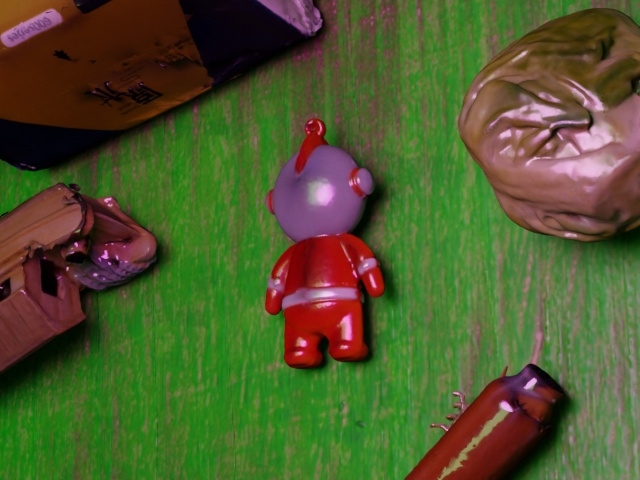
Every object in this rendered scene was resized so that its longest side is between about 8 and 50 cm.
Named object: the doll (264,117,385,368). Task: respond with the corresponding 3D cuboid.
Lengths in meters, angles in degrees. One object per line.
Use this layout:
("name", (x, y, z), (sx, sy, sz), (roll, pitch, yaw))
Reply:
("doll", (0.000, 0.000, 1.851), (0.142, 0.076, 0.245), (-12, 71, 33))

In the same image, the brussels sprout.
("brussels sprout", (0.231, -0.101, 1.662), (0.223, 0.161, 0.223), (-8, 57, 13))

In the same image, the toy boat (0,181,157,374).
("toy boat", (-0.358, 0.084, 2.068), (0.445, 0.136, 0.162), (-30, 54, 32))

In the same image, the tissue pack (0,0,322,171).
("tissue pack", (-0.236, -0.275, 2.005), (0.416, 0.264, 0.253), (-23, 59, 29))

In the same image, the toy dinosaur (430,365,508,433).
("toy dinosaur", (0.133, 0.152, 1.724), (0.041, 0.026, 0.113), (37, 107, 33))

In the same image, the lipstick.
("lipstick", (0.063, 0.273, 1.706), (0.418, 0.077, 0.077), (-48, 52, 12))
